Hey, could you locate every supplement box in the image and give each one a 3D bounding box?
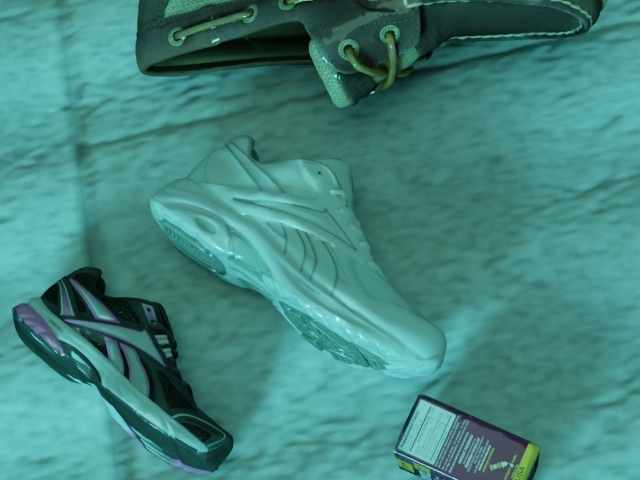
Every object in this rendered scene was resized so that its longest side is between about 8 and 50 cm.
[{"bbox_3d":[0.093,0.138,0.849,0.083,0.055,0.043,23,74,16],"label":"supplement box"}]

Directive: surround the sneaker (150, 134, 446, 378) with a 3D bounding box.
[{"bbox_3d":[0.000,0.000,0.899,0.232,0.090,0.115,35,74,18],"label":"sneaker"}]

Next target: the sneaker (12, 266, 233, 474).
[{"bbox_3d":[-0.122,0.078,0.898,0.178,0.072,0.077,39,68,14],"label":"sneaker"}]

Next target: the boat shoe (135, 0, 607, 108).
[{"bbox_3d":[0.027,-0.150,0.940,0.342,0.123,0.123,5,79,14],"label":"boat shoe"}]
